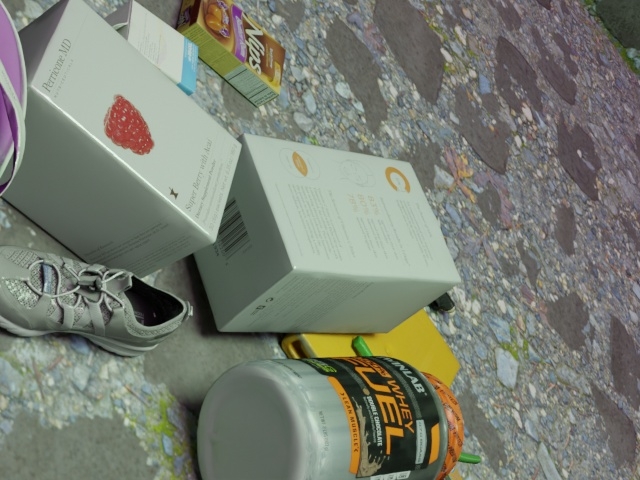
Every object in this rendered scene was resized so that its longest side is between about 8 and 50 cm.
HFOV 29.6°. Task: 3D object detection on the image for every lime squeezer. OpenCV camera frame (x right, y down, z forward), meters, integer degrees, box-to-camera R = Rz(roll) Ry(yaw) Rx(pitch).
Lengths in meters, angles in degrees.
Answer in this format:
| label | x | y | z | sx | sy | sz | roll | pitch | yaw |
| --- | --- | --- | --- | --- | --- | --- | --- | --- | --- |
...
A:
| label | x | y | z | sx | sy | sz | roll | pitch | yaw |
| --- | --- | --- | --- | --- | --- | --- | --- | --- | --- |
| lime squeezer | 0.146 | 0.278 | 1.812 | 0.310 | 0.059 | 0.110 | 45 | 7 | -24 |

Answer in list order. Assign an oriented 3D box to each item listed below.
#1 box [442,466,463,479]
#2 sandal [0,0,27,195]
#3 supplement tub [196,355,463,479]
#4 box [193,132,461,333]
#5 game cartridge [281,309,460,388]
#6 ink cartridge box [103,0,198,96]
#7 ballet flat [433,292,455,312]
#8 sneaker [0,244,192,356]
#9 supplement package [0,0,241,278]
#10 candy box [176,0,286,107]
| label | x | y | z | sx | sy | sz | roll | pitch | yaw |
| --- | --- | --- | --- | --- | --- | --- | --- | --- | --- |
| box | 0.186 | 0.392 | 1.837 | 0.028 | 0.081 | 0.136 | -29 | 93 | -56 |
| sandal | -0.345 | -0.113 | 1.158 | 0.169 | 0.102 | 0.416 | 36 | 42 | -39 |
| supplement tub | 0.023 | 0.254 | 1.572 | 0.338 | 0.207 | 0.207 | 4 | 66 | -48 |
| box | 0.000 | 0.000 | 1.706 | 0.345 | 0.168 | 0.215 | 6 | 55 | -45 |
| game cartridge | 0.088 | 0.178 | 1.879 | 0.285 | 0.053 | 0.323 | 56 | 32 | -12 |
| ink cartridge box | -0.250 | -0.250 | 1.651 | 0.143 | 0.092 | 0.089 | 34 | 43 | -38 |
| ballet flat | 0.171 | 0.081 | 2.067 | 0.173 | 0.049 | 0.057 | 37 | -1 | -37 |
| sneaker | -0.271 | 0.055 | 1.400 | 0.281 | 0.115 | 0.105 | 19 | 54 | -47 |
| supplement package | -0.267 | -0.113 | 1.462 | 0.293 | 0.175 | 0.177 | 41 | 41 | -30 |
| candy box | -0.136 | -0.306 | 1.882 | 0.187 | 0.053 | 0.109 | 39 | 40 | -35 |
